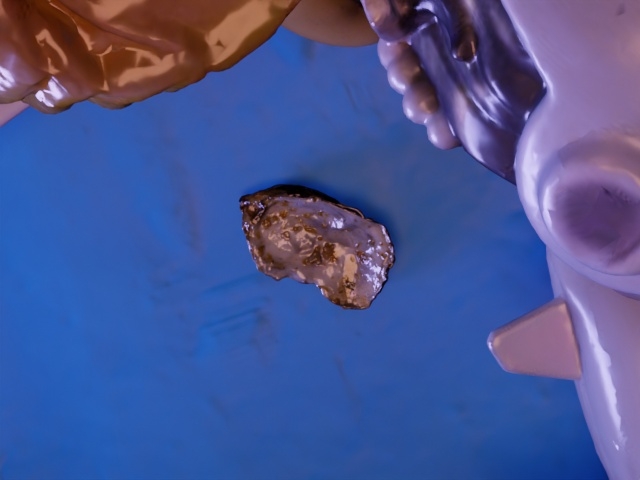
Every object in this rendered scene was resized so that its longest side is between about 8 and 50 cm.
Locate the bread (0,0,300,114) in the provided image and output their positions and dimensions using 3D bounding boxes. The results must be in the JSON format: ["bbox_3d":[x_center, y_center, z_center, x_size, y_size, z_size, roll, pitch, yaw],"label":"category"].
[{"bbox_3d":[-0.103,-0.171,0.715,0.274,0.149,0.274,-2,109,-7],"label":"bread"}]

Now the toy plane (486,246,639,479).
[{"bbox_3d":[0.186,0.097,0.927,0.267,0.122,0.267,-1,98,-8],"label":"toy plane"}]

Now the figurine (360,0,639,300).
[{"bbox_3d":[0.198,-0.059,0.792,0.361,0.253,0.211,42,112,23],"label":"figurine"}]

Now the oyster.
[{"bbox_3d":[-0.003,-0.001,0.970,0.083,0.019,0.054,25,111,-5],"label":"oyster"}]

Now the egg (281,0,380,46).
[{"bbox_3d":[0.005,-0.125,0.901,0.071,0.071,0.083,-39,113,16],"label":"egg"}]

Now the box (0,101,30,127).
[{"bbox_3d":[-0.246,-0.120,0.935,0.353,0.069,0.214,-33,102,17],"label":"box"}]
